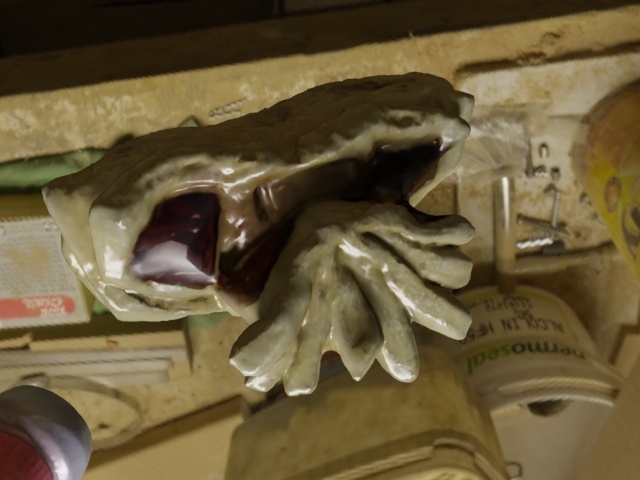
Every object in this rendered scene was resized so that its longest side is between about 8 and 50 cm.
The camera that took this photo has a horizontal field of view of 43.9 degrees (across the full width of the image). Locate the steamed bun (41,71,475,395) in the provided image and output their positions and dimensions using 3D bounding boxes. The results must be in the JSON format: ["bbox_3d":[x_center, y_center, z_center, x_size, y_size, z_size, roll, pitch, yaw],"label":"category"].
[{"bbox_3d":[0.000,0.000,0.707,0.427,0.189,0.247,-18,115,-29],"label":"steamed bun"}]

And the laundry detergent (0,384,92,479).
[{"bbox_3d":[-0.234,0.205,0.405,0.087,0.335,0.159,-14,112,27],"label":"laundry detergent"}]
